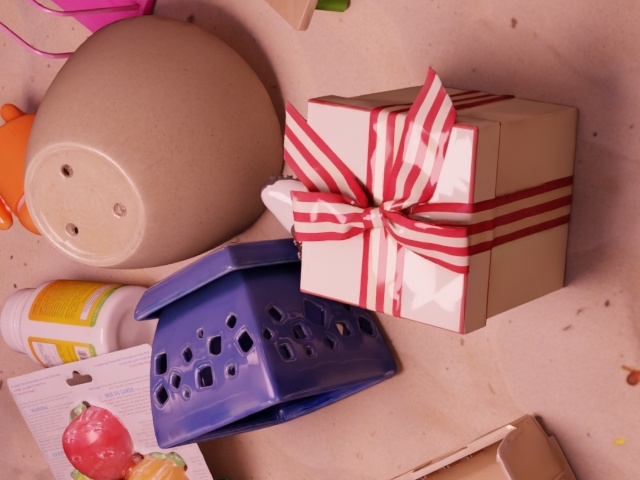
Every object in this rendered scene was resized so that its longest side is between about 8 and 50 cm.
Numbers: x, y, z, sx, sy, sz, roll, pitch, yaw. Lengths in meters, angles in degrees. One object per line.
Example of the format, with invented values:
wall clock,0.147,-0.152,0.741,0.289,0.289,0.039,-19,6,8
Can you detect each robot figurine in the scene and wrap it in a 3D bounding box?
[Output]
robot figurine,-0.417,-0.096,2.086,0.219,0.158,0.128,53,144,17

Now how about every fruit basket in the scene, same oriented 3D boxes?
fruit basket,-0.267,0.323,2.015,0.327,0.165,0.353,-17,96,40

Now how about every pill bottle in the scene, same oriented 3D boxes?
pill bottle,-0.352,0.127,2.079,0.245,0.136,0.136,3,102,39

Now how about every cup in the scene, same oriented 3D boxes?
cup,-0.246,-0.093,1.809,0.331,0.237,0.331,11,120,19

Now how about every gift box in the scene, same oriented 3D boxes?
gift box,0.116,-0.064,1.577,0.255,0.258,0.276,7,106,37

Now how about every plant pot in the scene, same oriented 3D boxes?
plant pot,-0.083,0.122,1.806,0.236,0.236,0.212,-29,75,40

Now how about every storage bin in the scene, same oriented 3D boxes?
storage bin,0.199,0.379,1.700,0.262,0.123,0.260,-34,79,39

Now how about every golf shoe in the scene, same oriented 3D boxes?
golf shoe,0.000,0.000,1.747,0.198,0.094,0.077,38,132,-6

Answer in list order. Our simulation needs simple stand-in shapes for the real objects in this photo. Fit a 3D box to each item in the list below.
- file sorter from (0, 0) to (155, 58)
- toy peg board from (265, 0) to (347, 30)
file sorter,-0.334,-0.413,1.909,0.202,0.182,0.291,38,121,26
toy peg board,-0.012,-0.363,1.743,0.161,0.079,0.161,48,126,40
